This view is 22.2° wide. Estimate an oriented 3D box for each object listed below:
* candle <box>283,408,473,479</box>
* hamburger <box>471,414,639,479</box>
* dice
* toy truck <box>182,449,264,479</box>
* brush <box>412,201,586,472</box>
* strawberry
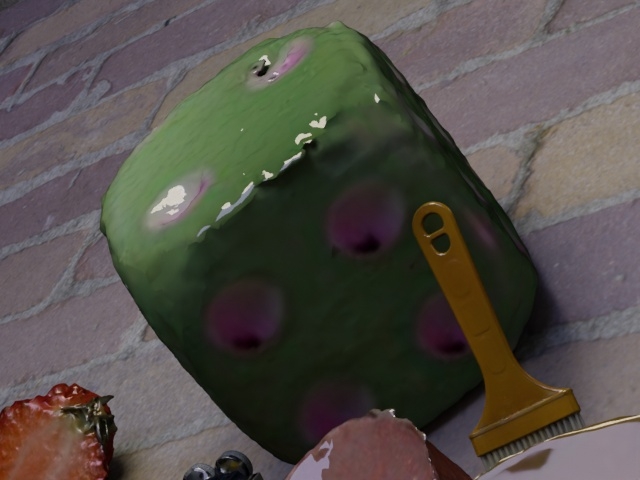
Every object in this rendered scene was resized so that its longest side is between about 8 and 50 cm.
[{"bbox_3d":[0.029,0.314,1.307,0.317,0.131,0.287,-51,33,1],"label":"candle"},{"bbox_3d":[0.217,0.292,0.862,0.395,0.277,0.396,-19,52,26],"label":"hamburger"},{"bbox_3d":[0.000,0.000,1.602,0.330,0.322,0.318,-39,26,6],"label":"dice"},{"bbox_3d":[-0.130,0.290,1.561,0.227,0.114,0.098,-25,8,28],"label":"toy truck"},{"bbox_3d":[0.144,0.090,1.401,0.103,0.272,0.013,-29,-13,23],"label":"brush"},{"bbox_3d":[-0.307,0.267,1.857,0.236,0.106,0.175,-30,65,22],"label":"strawberry"}]
